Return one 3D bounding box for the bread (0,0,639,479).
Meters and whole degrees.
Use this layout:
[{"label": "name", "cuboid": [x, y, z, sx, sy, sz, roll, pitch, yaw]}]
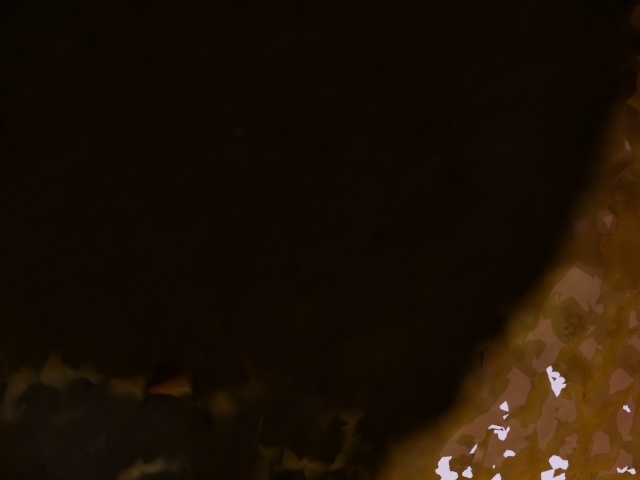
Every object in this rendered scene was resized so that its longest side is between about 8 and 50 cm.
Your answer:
[{"label": "bread", "cuboid": [-0.003, 0.001, 0.664, 0.204, 0.358, 0.337, 41, 64, -44]}]
